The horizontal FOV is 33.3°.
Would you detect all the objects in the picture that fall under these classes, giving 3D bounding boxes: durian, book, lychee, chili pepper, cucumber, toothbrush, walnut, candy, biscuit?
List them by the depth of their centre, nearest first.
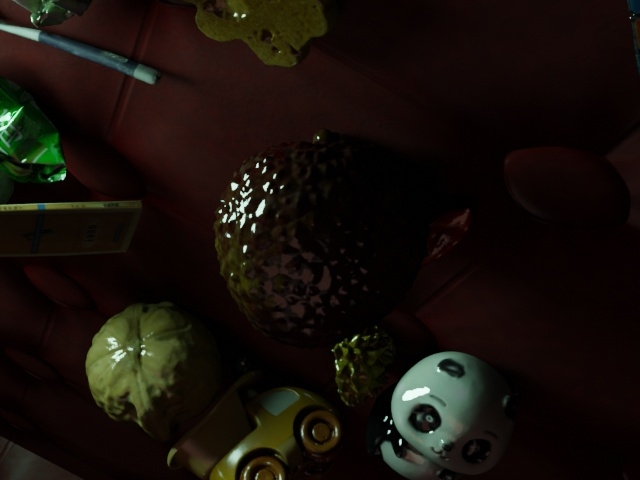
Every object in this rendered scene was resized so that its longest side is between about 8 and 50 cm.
[{"bbox_3d":[-0.098,-0.276,1.090,0.248,0.035,0.184,33,149,-11],"label":"biscuit"},{"bbox_3d":[0.000,0.000,1.252,0.260,0.261,0.261,19,150,12],"label":"lychee"},{"bbox_3d":[-0.326,-0.247,1.324,0.288,0.024,0.026,21,136,10],"label":"toothbrush"},{"bbox_3d":[0.138,0.000,1.327,0.059,0.050,0.191,25,152,-14],"label":"chili pepper"},{"bbox_3d":[-0.438,-0.163,1.490,0.141,0.078,0.203,-18,118,36],"label":"candy"},{"bbox_3d":[-0.401,-0.016,1.618,0.241,0.018,0.170,-2,157,-20],"label":"book"},{"bbox_3d":[0.080,0.188,1.629,0.078,0.140,0.224,-2,161,17],"label":"durian"},{"bbox_3d":[-0.281,0.225,1.839,0.224,0.257,0.257,-14,142,3],"label":"walnut"},{"bbox_3d":[-0.142,0.233,1.921,0.039,0.039,0.168,22,152,7],"label":"cucumber"}]

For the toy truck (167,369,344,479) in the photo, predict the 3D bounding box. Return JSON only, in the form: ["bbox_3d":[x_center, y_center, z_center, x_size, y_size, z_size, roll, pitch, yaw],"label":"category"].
[{"bbox_3d":[-0.103,0.367,1.893,0.211,0.288,0.204,45,158,15],"label":"toy truck"}]

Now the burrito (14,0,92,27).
[{"bbox_3d":[-0.344,-0.327,1.151,0.229,0.089,0.144,38,162,-20],"label":"burrito"}]

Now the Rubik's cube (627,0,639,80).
[{"bbox_3d":[0.321,-0.189,0.786,0.151,0.155,0.154,6,146,30],"label":"Rubik's cube"}]

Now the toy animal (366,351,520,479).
[{"bbox_3d":[0.185,0.263,1.590,0.187,0.165,0.235,31,150,-7],"label":"toy animal"}]

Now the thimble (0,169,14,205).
[{"bbox_3d":[-0.592,-0.087,1.654,0.237,0.150,0.237,17,151,10],"label":"thimble"}]
